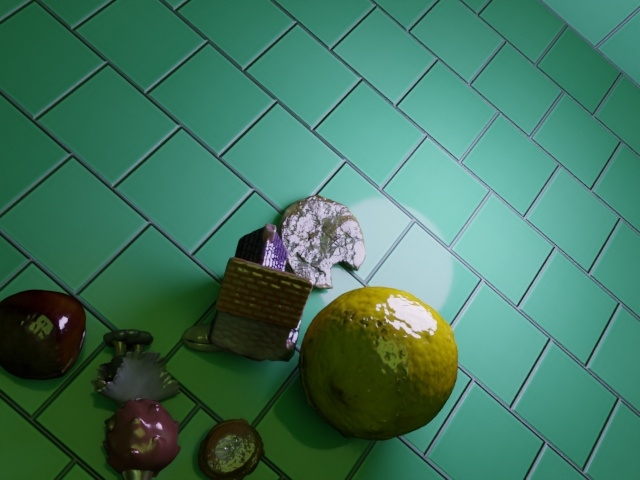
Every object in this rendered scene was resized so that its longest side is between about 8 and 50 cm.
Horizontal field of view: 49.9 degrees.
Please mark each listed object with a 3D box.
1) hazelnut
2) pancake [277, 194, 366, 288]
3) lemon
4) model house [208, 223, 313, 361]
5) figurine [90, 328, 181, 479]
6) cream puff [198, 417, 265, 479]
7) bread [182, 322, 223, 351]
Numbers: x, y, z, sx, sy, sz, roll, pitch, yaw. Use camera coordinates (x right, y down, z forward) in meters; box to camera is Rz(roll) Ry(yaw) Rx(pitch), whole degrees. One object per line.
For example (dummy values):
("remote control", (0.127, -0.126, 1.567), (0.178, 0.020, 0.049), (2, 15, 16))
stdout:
("hazelnut", (-0.579, 0.180, 1.430), (0.208, 0.208, 0.208), (6, 68, -16))
("pancake", (0.000, 0.000, 1.763), (0.253, 0.037, 0.254), (7, 68, -17))
("lemon", (0.134, 0.268, 1.545), (0.387, 0.350, 0.350), (-22, 77, -54))
("model house", (-0.115, 0.105, 1.535), (0.202, 0.237, 0.237), (18, 44, -3))
("figurine", (-0.382, 0.377, 1.434), (0.207, 0.166, 0.387), (20, 51, -51))
("cream puff", (-0.195, 0.460, 1.487), (0.144, 0.103, 0.126), (-29, 68, -26))
("bread", (-0.211, 0.219, 1.600), (0.214, 0.053, 0.073), (-5, 76, -21))
